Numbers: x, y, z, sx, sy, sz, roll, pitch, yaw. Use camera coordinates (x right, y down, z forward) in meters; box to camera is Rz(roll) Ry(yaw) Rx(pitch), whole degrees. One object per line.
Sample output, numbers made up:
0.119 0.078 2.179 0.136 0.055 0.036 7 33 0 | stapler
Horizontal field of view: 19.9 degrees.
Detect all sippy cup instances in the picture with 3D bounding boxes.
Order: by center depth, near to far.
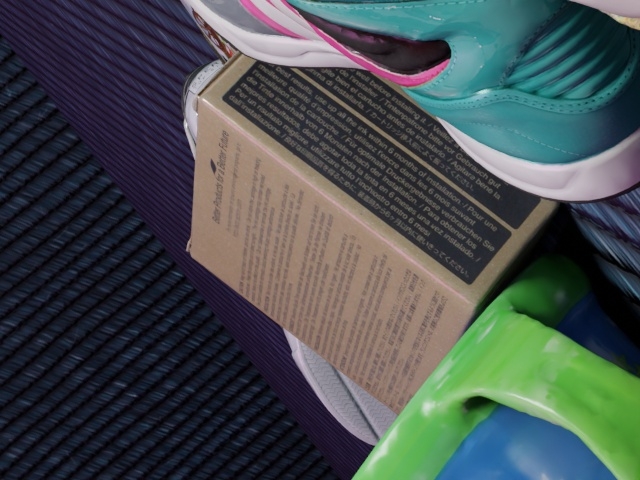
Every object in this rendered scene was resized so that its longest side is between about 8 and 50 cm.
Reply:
0.144 0.163 1.010 0.224 0.240 0.305 37 -167 11 | sippy cup

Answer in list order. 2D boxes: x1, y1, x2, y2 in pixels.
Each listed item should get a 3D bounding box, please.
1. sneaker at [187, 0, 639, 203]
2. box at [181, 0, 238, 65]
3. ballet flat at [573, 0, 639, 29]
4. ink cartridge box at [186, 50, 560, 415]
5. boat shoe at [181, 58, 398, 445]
0.001 -0.134 0.709 0.295 0.124 0.178 31 166 42 | sneaker
0.005 -0.077 1.201 0.233 0.044 0.159 56 169 -34 | box
0.035 -0.154 0.506 0.348 0.123 0.123 52 171 -12 | ballet flat
0.022 -0.006 1.075 0.193 0.088 0.234 38 160 10 | ink cartridge box
0.000 0.000 1.396 0.335 0.121 0.119 64 175 -18 | boat shoe
